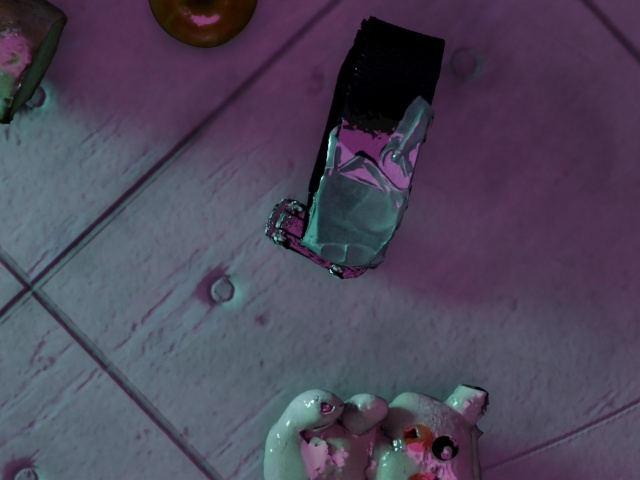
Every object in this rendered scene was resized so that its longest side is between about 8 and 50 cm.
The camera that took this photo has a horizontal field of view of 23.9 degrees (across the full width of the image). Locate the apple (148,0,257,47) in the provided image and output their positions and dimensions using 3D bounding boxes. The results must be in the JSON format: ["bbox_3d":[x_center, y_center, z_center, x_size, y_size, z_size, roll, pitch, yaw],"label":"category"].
[{"bbox_3d":[-0.094,-0.199,1.214,0.089,0.074,0.089,0,92,-4],"label":"apple"}]

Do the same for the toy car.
[{"bbox_3d":[0.000,0.000,1.243,0.093,0.025,0.041,29,89,0],"label":"toy car"}]

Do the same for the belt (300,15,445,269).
[{"bbox_3d":[0.041,-0.075,1.181,0.078,0.151,0.198,17,76,-5],"label":"belt"}]

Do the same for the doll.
[{"bbox_3d":[0.050,0.182,1.213,0.192,0.095,0.149,7,95,-6],"label":"doll"}]

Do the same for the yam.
[{"bbox_3d":[-0.304,-0.180,1.184,0.194,0.107,0.107,29,88,-3],"label":"yam"}]
